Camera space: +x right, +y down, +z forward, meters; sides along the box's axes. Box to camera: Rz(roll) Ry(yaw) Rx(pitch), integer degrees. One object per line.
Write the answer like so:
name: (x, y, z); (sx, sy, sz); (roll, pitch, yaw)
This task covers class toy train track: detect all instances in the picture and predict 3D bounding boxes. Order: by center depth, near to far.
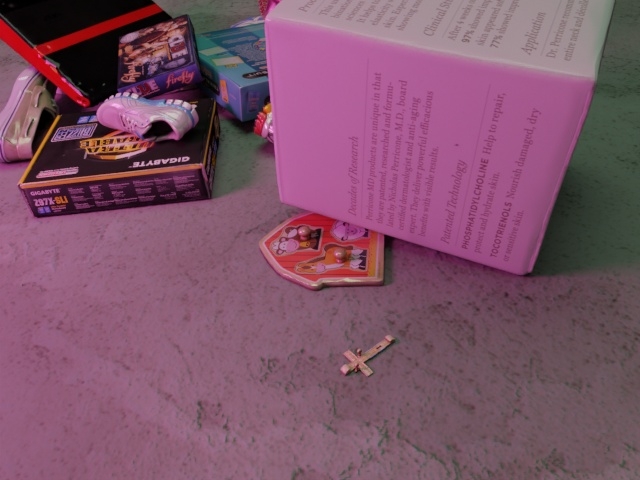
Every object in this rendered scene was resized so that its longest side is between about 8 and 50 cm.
toy train track: (0.060, 0.141, 0.779); (0.083, 0.014, 0.048); (-29, 44, -26)

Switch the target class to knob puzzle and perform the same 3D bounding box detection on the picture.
knob puzzle: (0.000, 0.000, 0.948); (0.213, 0.030, 0.213); (-4, 39, 3)

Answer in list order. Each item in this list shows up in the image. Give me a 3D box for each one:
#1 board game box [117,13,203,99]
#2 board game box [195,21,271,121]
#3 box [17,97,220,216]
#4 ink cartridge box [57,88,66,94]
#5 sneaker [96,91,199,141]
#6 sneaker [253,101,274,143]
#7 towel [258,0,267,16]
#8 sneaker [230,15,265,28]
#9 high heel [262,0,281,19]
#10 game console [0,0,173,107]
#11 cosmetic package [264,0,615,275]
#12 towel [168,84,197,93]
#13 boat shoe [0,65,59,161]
board game box: (-0.340, -0.385, 1.308); (0.164, 0.042, 0.243); (-19, 44, 0)
board game box: (-0.144, -0.385, 1.379); (0.253, 0.079, 0.336); (-21, 42, -27)
box: (-0.357, -0.163, 1.162); (0.321, 0.079, 0.257); (-6, 37, 1)
ink cartridge box: (-0.562, -0.441, 1.519); (0.154, 0.093, 0.212); (10, 40, 19)
sneaker: (-0.320, -0.212, 1.105); (0.190, 0.071, 0.083); (4, 46, 13)
sneaker: (-0.029, -0.242, 1.222); (0.092, 0.088, 0.225); (39, 52, 14)
towel: (-0.075, -0.671, 1.780); (0.198, 0.031, 0.275); (-9, 39, -4)
sneaker: (-0.139, -0.554, 1.606); (0.211, 0.080, 0.081); (-12, 42, -8)
high heel: (-0.017, -0.561, 1.525); (0.243, 0.117, 0.082); (21, 14, 5)
game console: (-0.514, -0.482, 1.447); (0.342, 0.060, 0.386); (42, 48, 4)
cosmetic package: (0.173, -0.217, 0.900); (0.393, 0.328, 0.329); (18, 51, 17)
towel: (-0.330, -0.379, 1.471); (0.151, 0.023, 0.113); (-13, 37, -4)
boat shoe: (-0.608, -0.266, 1.322); (0.094, 0.109, 0.303); (8, 48, -6)
